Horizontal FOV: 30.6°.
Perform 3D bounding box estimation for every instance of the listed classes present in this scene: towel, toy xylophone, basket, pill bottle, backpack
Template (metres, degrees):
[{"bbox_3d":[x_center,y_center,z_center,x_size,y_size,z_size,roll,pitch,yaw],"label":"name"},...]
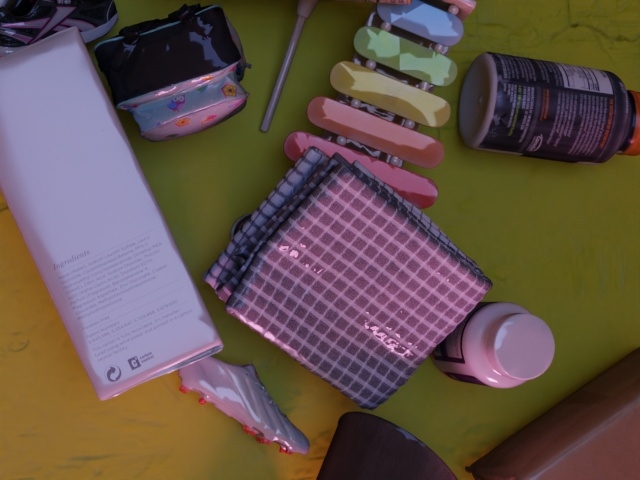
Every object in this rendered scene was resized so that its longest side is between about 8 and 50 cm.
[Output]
[{"bbox_3d":[0.036,0.050,1.415,0.283,0.121,0.235,36,103,-25],"label":"towel"},{"bbox_3d":[0.056,-0.186,1.482,0.236,0.081,0.323,13,96,-5],"label":"toy xylophone"},{"bbox_3d":[0.048,0.356,1.404,0.204,0.154,0.227,49,54,-21],"label":"basket"},{"bbox_3d":[0.217,0.131,1.480,0.108,0.193,0.108,1,87,-15],"label":"pill bottle"},{"bbox_3d":[0.318,-0.170,1.557,0.245,0.130,0.131,7,85,-14],"label":"pill bottle"},{"bbox_3d":[-0.166,-0.199,1.401,0.165,0.188,0.144,-22,99,2],"label":"backpack"}]

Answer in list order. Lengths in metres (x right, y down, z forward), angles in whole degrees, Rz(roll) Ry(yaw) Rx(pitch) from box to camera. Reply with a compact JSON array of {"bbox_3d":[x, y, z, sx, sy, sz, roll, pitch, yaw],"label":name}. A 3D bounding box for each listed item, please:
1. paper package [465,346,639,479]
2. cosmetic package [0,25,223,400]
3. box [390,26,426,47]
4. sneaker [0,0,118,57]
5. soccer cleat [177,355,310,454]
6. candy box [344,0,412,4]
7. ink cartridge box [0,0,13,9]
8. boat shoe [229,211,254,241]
[{"bbox_3d":[0.414,0.339,1.518,0.324,0.168,0.310,-32,95,-15],"label":"paper package"},{"bbox_3d":[-0.264,-0.029,1.347,0.156,0.217,0.385,-24,95,-9],"label":"cosmetic package"},{"bbox_3d":[0.155,-0.317,1.561,0.059,0.054,0.169,45,78,-8],"label":"box"},{"bbox_3d":[-0.318,-0.269,1.391,0.178,0.072,0.077,-34,129,-40],"label":"sneaker"},{"bbox_3d":[-0.087,0.198,1.463,0.196,0.068,0.076,34,76,-8],"label":"soccer cleat"},{"bbox_3d":[-0.041,-0.388,1.401,0.316,0.087,0.183,4,86,6],"label":"candy box"},{"bbox_3d":[-0.418,-0.331,1.399,0.127,0.072,0.175,31,80,-11],"label":"ink cartridge box"},{"bbox_3d":[0.000,0.000,1.494,0.227,0.068,0.081,6,86,-15],"label":"boat shoe"}]
